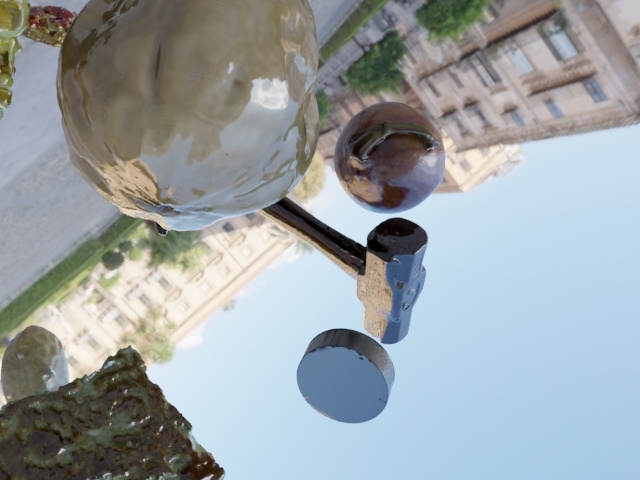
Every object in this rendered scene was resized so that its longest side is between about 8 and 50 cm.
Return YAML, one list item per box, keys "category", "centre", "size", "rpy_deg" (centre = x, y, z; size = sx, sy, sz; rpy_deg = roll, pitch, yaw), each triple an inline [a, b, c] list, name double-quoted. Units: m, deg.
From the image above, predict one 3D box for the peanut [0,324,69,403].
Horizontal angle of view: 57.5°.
- category: "peanut"
  centre: [-0.517, 0.295, 1.094]
  size: [0.120, 0.299, 0.136]
  rpy_deg: [-5, -155, -7]

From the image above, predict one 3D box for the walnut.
- category: "walnut"
  centre: [-0.161, -0.196, 0.786]
  size: [0.381, 0.381, 0.381]
  rpy_deg: [-38, -168, 10]

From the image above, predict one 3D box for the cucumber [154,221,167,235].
- category: "cucumber"
  centre: [-0.372, -0.082, 1.364]
  size: [0.033, 0.036, 0.184]
  rpy_deg: [-39, -135, 35]

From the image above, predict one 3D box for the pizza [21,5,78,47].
- category: "pizza"
  centre: [-0.542, -0.425, 1.123]
  size: [0.188, 0.198, 0.062]
  rpy_deg: [53, -46, 49]

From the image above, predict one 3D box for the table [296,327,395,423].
- category: "table"
  centre: [0.035, 0.190, 0.813]
  size: [0.133, 0.133, 0.043]
  rpy_deg: [-33, -169, 29]

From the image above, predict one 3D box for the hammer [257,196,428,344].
- category: "hammer"
  centre: [0.000, 0.000, 1.050]
  size: [0.095, 0.408, 0.243]
  rpy_deg: [-42, 152, -32]

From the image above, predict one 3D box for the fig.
- category: "fig"
  centre: [0.112, -0.144, 0.985]
  size: [0.205, 0.205, 0.205]
  rpy_deg: [-38, -168, 10]

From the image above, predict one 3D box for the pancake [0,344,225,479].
- category: "pancake"
  centre: [-0.358, 0.328, 0.804]
  size: [0.426, 0.305, 0.067]
  rpy_deg: [-14, 157, -37]

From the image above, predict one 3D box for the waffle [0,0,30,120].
- category: "waffle"
  centre: [-0.450, -0.279, 0.736]
  size: [0.060, 0.280, 0.262]
  rpy_deg: [-3, 131, -55]
